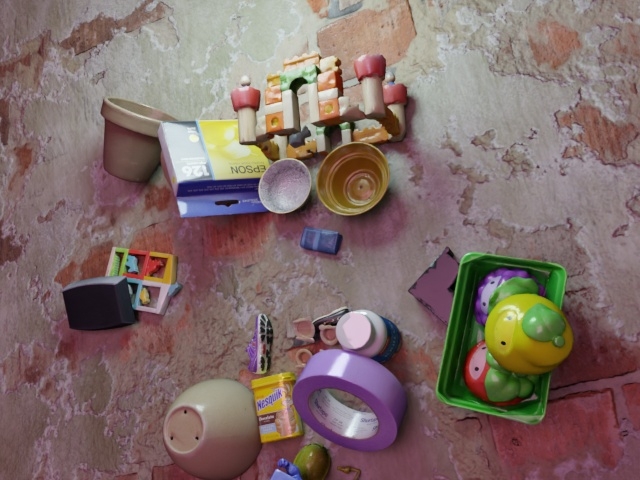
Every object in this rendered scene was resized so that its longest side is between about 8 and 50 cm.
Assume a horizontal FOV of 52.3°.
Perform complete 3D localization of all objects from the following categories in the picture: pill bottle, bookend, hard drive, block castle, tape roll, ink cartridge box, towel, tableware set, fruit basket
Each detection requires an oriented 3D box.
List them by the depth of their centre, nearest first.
[{"bbox_3d":[0.419,0.211,1.457,0.283,0.392,0.392,8,79,24],"label":"fruit basket"},{"bbox_3d":[0.071,0.397,1.608,0.275,0.274,0.090,7,38,25],"label":"tape roll"},{"bbox_3d":[0.120,0.244,1.654,0.124,0.221,0.124,-6,74,22],"label":"pill bottle"},{"bbox_3d":[0.338,0.127,1.676,0.156,0.072,0.157,42,93,26],"label":"bookend"},{"bbox_3d":[-0.010,0.291,1.782,0.141,0.020,0.168,2,99,26],"label":"tableware set"},{"bbox_3d":[-0.001,-0.379,1.835,0.453,0.303,0.212,-9,79,21],"label":"block castle"},{"bbox_3d":[0.000,0.000,1.879,0.119,0.029,0.067,11,81,25],"label":"towel"},{"bbox_3d":[-0.301,-0.223,1.942,0.072,0.304,0.307,-54,50,50],"label":"ink cartridge box"},{"bbox_3d":[-0.716,0.206,2.082,0.255,0.054,0.172,-8,93,26],"label":"hard drive"}]

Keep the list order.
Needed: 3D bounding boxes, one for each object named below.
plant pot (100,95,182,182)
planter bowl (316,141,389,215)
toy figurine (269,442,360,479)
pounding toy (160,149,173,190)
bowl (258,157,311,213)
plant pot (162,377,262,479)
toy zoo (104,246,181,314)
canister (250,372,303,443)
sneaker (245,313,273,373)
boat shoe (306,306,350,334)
[{"bbox_3d":[-0.606,-0.320,2.127,0.263,0.263,0.229,30,108,27],"label":"plant pot"},{"bbox_3d":[0.104,-0.162,1.845,0.217,0.090,0.217,-6,73,21],"label":"planter bowl"},{"bbox_3d":[-0.057,0.617,1.551,0.191,0.217,0.362,17,52,26],"label":"toy figurine"},{"bbox_3d":[-0.392,-0.214,2.053,0.237,0.110,0.183,49,142,15],"label":"pounding toy"},{"bbox_3d":[-0.090,-0.151,1.930,0.170,0.080,0.170,-6,74,22],"label":"bowl"},{"bbox_3d":[-0.322,0.519,1.786,0.284,0.191,0.284,-6,74,22],"label":"plant pot"},{"bbox_3d":[-0.568,0.129,2.086,0.293,0.030,0.192,5,78,25],"label":"toy zoo"},{"bbox_3d":[-0.117,0.458,1.781,0.126,0.073,0.170,-17,71,18],"label":"canister"},{"bbox_3d":[-0.183,0.294,1.859,0.071,0.068,0.169,-2,76,29],"label":"sneaker"},{"bbox_3d":[0.023,0.229,1.796,0.133,0.049,0.042,-27,59,10],"label":"boat shoe"}]
